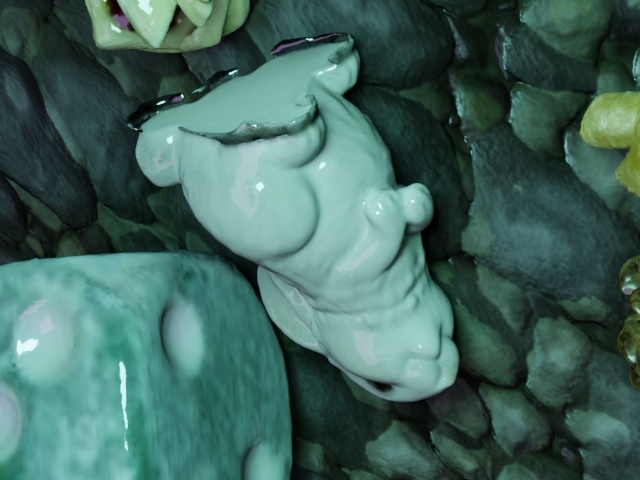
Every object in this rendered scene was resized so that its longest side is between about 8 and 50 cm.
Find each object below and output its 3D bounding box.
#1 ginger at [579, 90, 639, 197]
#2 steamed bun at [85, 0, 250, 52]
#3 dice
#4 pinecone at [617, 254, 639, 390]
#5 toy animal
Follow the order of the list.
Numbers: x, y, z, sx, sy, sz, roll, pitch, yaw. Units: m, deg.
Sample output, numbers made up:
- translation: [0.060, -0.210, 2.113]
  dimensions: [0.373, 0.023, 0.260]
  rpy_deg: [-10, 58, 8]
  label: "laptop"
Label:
- translation: [0.306, -0.124, 1.081]
  dimensions: [0.118, 0.065, 0.299]
  rpy_deg: [45, 138, 2]
  label: "ginger"
- translation: [-0.151, -0.324, 1.294]
  dimensions: [0.247, 0.189, 0.428]
  rpy_deg: [16, 129, 27]
  label: "steamed bun"
- translation: [-0.241, 0.187, 1.557]
  dimensions: [0.328, 0.330, 0.348]
  rpy_deg: [-8, 78, 25]
  label: "dice"
- translation: [0.319, 0.074, 1.131]
  dimensions: [0.185, 0.168, 0.212]
  rpy_deg: [-9, 126, 2]
  label: "pinecone"
- translation: [0.000, 0.000, 1.399]
  dimensions: [0.258, 0.194, 0.357]
  rpy_deg: [-1, 126, 34]
  label: "toy animal"
